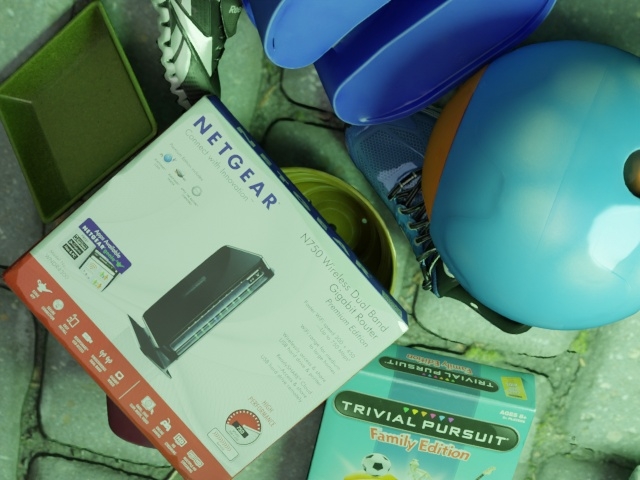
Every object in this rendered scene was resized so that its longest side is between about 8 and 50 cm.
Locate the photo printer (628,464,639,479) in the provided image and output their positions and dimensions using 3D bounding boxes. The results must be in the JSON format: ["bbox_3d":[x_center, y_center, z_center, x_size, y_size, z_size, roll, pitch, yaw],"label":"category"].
[{"bbox_3d":[0.519,0.394,1.644,0.308,0.107,0.256,8,142,3],"label":"photo printer"}]

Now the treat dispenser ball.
[{"bbox_3d":[0.243,-0.054,1.297,0.288,0.288,0.288,3,120,6],"label":"treat dispenser ball"}]

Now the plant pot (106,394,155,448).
[{"bbox_3d":[-0.163,0.134,1.588,0.201,0.201,0.180,1,103,7],"label":"plant pot"}]

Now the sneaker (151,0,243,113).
[{"bbox_3d":[-0.127,-0.236,1.425,0.106,0.078,0.234,-5,117,14],"label":"sneaker"}]

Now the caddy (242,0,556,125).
[{"bbox_3d":[0.077,-0.282,1.319,0.341,0.179,0.241,-33,133,23],"label":"caddy"}]

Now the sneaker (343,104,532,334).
[{"bbox_3d":[0.151,-0.024,1.469,0.130,0.147,0.330,-38,108,25],"label":"sneaker"}]

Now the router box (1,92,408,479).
[{"bbox_3d":[-0.123,0.060,1.435,0.301,0.082,0.335,-41,94,8],"label":"router box"}]

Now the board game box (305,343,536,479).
[{"bbox_3d":[0.112,0.301,1.698,0.254,0.079,0.336,12,121,0],"label":"board game box"}]

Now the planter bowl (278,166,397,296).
[{"bbox_3d":[0.000,0.000,1.524,0.217,0.090,0.217,9,117,19],"label":"planter bowl"}]

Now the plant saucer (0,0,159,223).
[{"bbox_3d":[-0.267,-0.141,1.474,0.188,0.045,0.188,-36,67,24],"label":"plant saucer"}]
